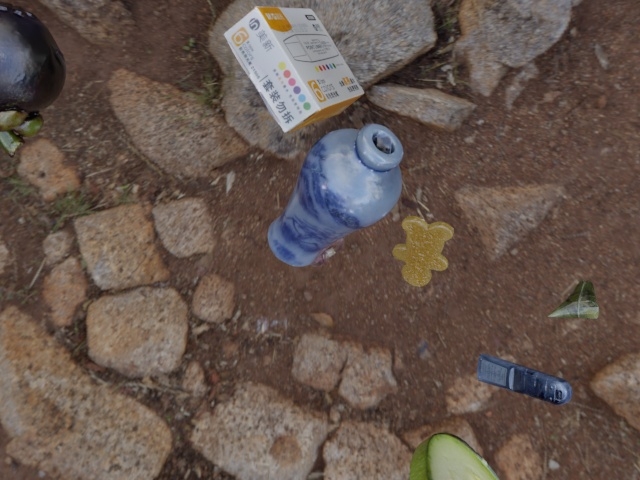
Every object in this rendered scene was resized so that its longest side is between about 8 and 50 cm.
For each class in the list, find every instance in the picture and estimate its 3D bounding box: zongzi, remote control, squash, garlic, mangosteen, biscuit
[{"bbox_3d":[0.580,0.139,1.566,0.113,0.104,0.052,-6,125,16],"label":"zongzi"},{"bbox_3d":[0.294,0.204,0.987,0.027,0.152,0.043,-9,101,-36],"label":"remote control"},{"bbox_3d":[0.198,0.360,0.885,0.041,0.219,0.219,-41,101,23],"label":"squash"},{"bbox_3d":[0.000,0.000,1.643,0.147,0.159,0.102,-44,61,-9],"label":"garlic"},{"bbox_3d":[-0.489,-0.244,1.029,0.194,0.194,0.230,12,109,-3],"label":"mangosteen"},{"bbox_3d":[0.281,0.032,1.865,0.158,0.035,0.240,19,133,12],"label":"biscuit"}]

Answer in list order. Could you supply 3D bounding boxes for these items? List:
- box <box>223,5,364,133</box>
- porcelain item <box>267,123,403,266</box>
[{"bbox_3d":[-0.041,-0.332,1.294,0.091,0.274,0.221,-31,96,28],"label":"box"},{"bbox_3d":[0.019,-0.060,0.944,0.141,0.141,0.259,34,138,-8],"label":"porcelain item"}]
